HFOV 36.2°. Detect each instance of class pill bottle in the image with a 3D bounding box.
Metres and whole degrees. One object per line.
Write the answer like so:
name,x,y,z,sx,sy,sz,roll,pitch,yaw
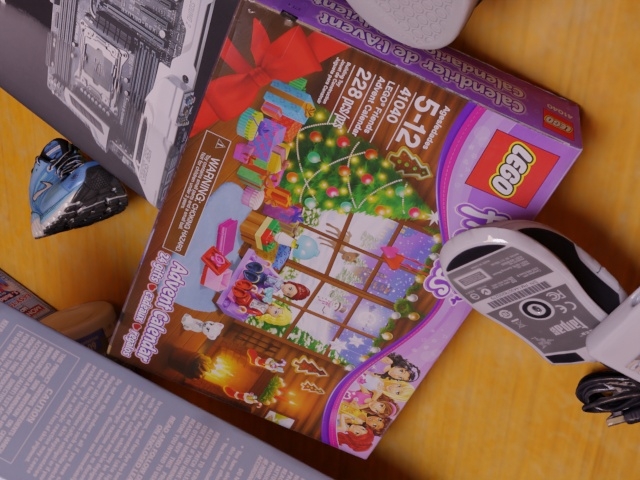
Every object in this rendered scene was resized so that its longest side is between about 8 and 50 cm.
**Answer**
pill bottle,-0.196,0.129,0.851,0.078,0.078,0.137,-5,109,36

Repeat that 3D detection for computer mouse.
computer mouse,0.149,0.040,0.555,0.193,0.042,0.106,39,141,-23

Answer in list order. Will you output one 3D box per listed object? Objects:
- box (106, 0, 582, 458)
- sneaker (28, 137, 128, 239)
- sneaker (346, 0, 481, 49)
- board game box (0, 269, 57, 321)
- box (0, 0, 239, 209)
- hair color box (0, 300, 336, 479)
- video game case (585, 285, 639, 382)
box,0.000,0.000,0.615,0.200,0.057,0.293,23,127,-6
sneaker,-0.201,-0.045,0.761,0.162,0.063,0.073,-11,96,60
sneaker,0.082,-0.206,0.393,0.104,0.147,0.296,31,163,3
board game box,-0.341,0.090,0.947,0.194,0.060,0.194,20,122,27
box,-0.148,-0.189,0.662,0.307,0.076,0.243,37,129,14
hair color box,-0.134,0.191,0.716,0.374,0.114,0.185,29,148,0
video game case,0.242,0.045,0.494,0.157,0.019,0.143,27,127,-13
